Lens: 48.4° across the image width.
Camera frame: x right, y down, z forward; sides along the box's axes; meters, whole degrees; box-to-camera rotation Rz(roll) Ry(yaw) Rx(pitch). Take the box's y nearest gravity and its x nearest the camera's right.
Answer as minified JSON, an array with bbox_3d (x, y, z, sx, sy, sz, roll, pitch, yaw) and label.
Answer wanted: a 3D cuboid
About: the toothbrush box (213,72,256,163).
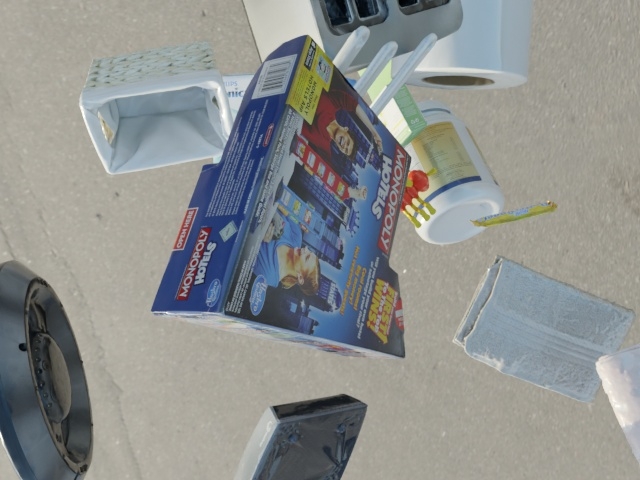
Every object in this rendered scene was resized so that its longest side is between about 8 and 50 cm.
[{"bbox_3d":[-0.103,-0.169,1.379,0.126,0.216,0.296,2,99,23],"label":"toothbrush box"}]

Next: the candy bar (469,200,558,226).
[{"bbox_3d":[0.356,-0.047,1.310,0.161,0.040,0.018,-14,105,-3],"label":"candy bar"}]

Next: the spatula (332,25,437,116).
[{"bbox_3d":[-0.004,-0.079,0.591,0.019,0.168,0.242,47,122,15],"label":"spatula"}]

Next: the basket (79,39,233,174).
[{"bbox_3d":[-0.194,-0.166,0.870,0.167,0.103,0.113,-10,135,-2],"label":"basket"}]

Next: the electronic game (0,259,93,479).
[{"bbox_3d":[-0.262,0.130,0.662,0.048,0.229,0.229,-15,112,-7],"label":"electronic game"}]

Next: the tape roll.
[{"bbox_3d":[0.251,-0.368,1.268,0.246,0.246,0.169,4,94,23],"label":"tape roll"}]

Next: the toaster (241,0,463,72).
[{"bbox_3d":[0.018,-0.224,0.619,0.110,0.168,0.186,4,114,58],"label":"toaster"}]

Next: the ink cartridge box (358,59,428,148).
[{"bbox_3d":[0.142,-0.324,1.634,0.235,0.056,0.171,63,158,7],"label":"ink cartridge box"}]

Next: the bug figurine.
[{"bbox_3d":[0.047,-0.110,1.105,0.216,0.072,0.279,-40,115,0],"label":"bug figurine"}]

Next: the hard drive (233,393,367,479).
[{"bbox_3d":[-0.043,0.326,0.995,0.054,0.172,0.255,43,123,43],"label":"hard drive"}]

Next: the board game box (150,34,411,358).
[{"bbox_3d":[0.000,0.000,0.491,0.060,0.194,0.194,-3,150,35],"label":"board game box"}]

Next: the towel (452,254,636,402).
[{"bbox_3d":[0.388,0.155,1.231,0.282,0.049,0.187,21,102,-6],"label":"towel"}]

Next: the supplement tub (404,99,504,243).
[{"bbox_3d":[0.301,-0.174,1.794,0.228,0.228,0.316,-43,52,35],"label":"supplement tub"}]

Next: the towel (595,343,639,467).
[{"bbox_3d":[0.606,0.273,1.001,0.317,0.053,0.332,-24,65,16],"label":"towel"}]
